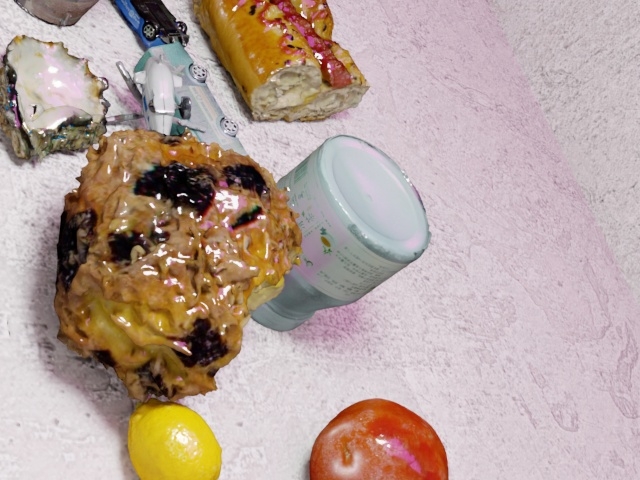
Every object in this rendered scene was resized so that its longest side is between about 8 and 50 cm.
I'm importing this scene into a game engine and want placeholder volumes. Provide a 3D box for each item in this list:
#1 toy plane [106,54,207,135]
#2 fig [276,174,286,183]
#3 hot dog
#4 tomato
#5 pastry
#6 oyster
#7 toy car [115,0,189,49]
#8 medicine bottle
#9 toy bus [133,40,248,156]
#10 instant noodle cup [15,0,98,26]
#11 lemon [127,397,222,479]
[{"bbox_3d":[-0.272,-0.178,1.644,0.181,0.107,0.273,18,59,-17],"label":"toy plane"},{"bbox_3d":[-0.043,-0.098,1.894,0.074,0.088,0.074,42,15,-14],"label":"fig"},{"bbox_3d":[-0.092,-0.445,2.083,0.367,0.196,0.365,-9,63,-57],"label":"hot dog"},{"bbox_3d":[0.101,0.351,1.546,0.232,0.188,0.232,34,37,-31],"label":"tomato"},{"bbox_3d":[-0.210,0.011,1.395,0.337,0.292,0.405,37,42,-4],"label":"pastry"},{"bbox_3d":[-0.414,-0.215,1.546,0.198,0.092,0.260,34,28,-27],"label":"oyster"},{"bbox_3d":[-0.334,-0.433,1.875,0.216,0.063,0.103,52,31,10],"label":"toy car"},{"bbox_3d":[0.000,0.000,1.666,0.245,0.290,0.245,31,38,-28],"label":"medicine bottle"},{"bbox_3d":[-0.231,-0.228,1.789,0.109,0.091,0.262,-19,73,-45],"label":"toy bus"},{"bbox_3d":[-0.419,-0.491,1.688,0.217,0.207,0.218,33,37,-30],"label":"instant noodle cup"},{"bbox_3d":[-0.194,0.275,1.320,0.155,0.114,0.114,55,32,11],"label":"lemon"}]
